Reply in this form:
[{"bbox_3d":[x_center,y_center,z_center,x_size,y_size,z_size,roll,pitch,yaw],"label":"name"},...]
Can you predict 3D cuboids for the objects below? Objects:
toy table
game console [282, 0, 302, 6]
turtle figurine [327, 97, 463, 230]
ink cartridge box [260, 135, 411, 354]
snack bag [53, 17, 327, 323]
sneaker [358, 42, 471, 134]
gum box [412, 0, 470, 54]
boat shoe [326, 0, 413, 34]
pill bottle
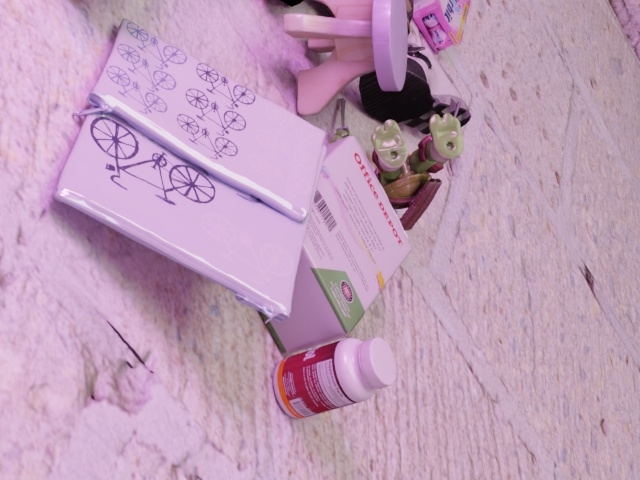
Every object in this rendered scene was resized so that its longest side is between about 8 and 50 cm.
[{"bbox_3d":[0.045,-0.321,1.839,0.274,0.161,0.252,46,46,-76],"label":"toy table"},{"bbox_3d":[-0.105,-0.484,1.793,0.361,0.044,0.213,-3,74,-76],"label":"game console"},{"bbox_3d":[0.122,-0.165,1.882,0.198,0.266,0.274,24,79,-5],"label":"turtle figurine"},{"bbox_3d":[0.000,0.000,1.679,0.201,0.117,0.278,62,31,-13],"label":"ink cartridge box"},{"bbox_3d":[-0.146,-0.094,1.451,0.323,0.037,0.342,30,42,-16],"label":"snack bag"},{"bbox_3d":[0.149,-0.290,2.120,0.330,0.122,0.146,16,52,-61],"label":"sneaker"},{"bbox_3d":[0.247,-0.476,2.439,0.107,0.062,0.188,53,34,-27],"label":"gum box"},{"bbox_3d":[0.084,-0.413,2.046,0.355,0.132,0.130,5,73,-63],"label":"boat shoe"},{"bbox_3d":[0.020,0.178,1.568,0.086,0.152,0.086,37,43,-44],"label":"pill bottle"}]
